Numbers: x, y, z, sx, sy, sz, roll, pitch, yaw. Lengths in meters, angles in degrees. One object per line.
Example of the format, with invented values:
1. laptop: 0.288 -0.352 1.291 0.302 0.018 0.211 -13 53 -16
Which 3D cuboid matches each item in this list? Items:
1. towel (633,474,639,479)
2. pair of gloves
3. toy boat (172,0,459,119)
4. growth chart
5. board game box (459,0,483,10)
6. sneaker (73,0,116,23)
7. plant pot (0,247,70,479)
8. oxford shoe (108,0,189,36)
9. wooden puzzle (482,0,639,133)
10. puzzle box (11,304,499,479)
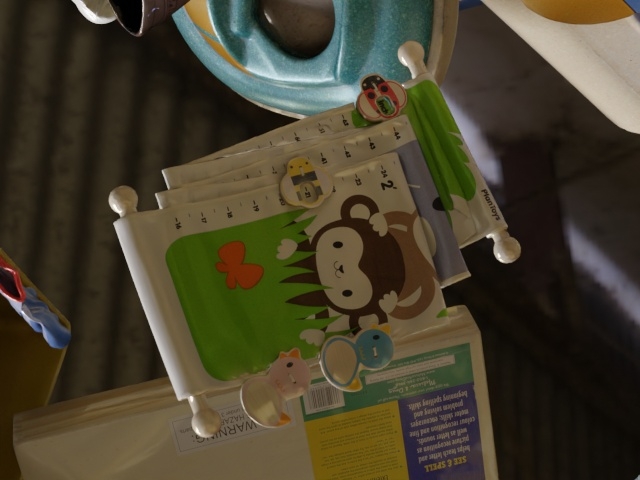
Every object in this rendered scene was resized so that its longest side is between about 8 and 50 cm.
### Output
1. towel: 0.136 0.128 0.676 0.060 0.009 0.083 96 -168 -61
2. pair of gloves: -0.241 -0.007 1.060 0.023 0.159 0.198 -43 -98 -11
3. toy boat: -0.025 -0.241 1.151 0.148 0.267 0.318 -22 -60 -48
4. growth chart: 0.000 0.000 0.905 0.237 0.021 0.172 -26 -101 -21
5. board game box: 0.077 -0.298 1.389 0.042 0.165 0.243 65 -167 -56
6. sneaker: -0.289 -0.348 1.929 0.090 0.115 0.232 -12 -116 -19
7. plant pot: -0.356 0.115 1.312 0.212 0.187 0.212 64 -142 -62
8. oxford shoe: -0.139 -0.216 0.895 0.098 0.097 0.271 -53 -40 -9
9. wooden puzzle: 0.243 -0.160 0.871 0.322 0.347 0.081 32 -128 -45
10. puzzle box: -0.042 0.225 1.404 0.052 0.408 0.272 -112 11 -60
